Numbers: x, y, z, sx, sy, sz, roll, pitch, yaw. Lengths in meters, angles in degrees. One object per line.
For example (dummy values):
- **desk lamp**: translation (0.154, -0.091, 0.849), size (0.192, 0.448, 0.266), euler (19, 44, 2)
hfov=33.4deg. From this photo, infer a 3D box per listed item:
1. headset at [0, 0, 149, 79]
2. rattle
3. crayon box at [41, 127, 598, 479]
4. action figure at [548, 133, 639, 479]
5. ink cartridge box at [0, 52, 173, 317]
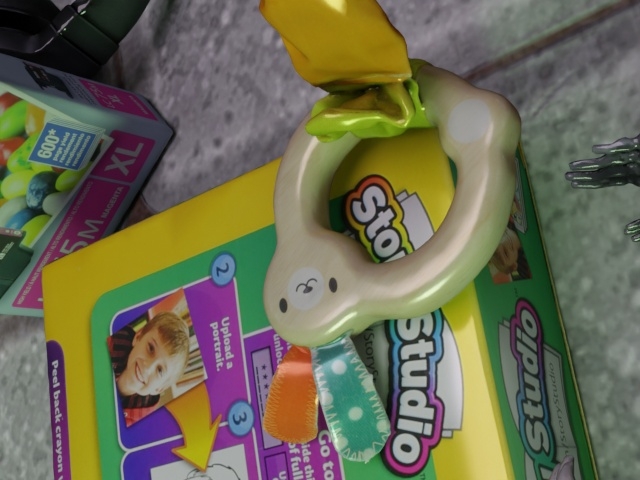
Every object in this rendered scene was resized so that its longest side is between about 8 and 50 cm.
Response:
- **headset**: translation (-0.269, -0.160, 0.874), size (0.394, 0.185, 0.243), euler (-42, 53, 8)
- **rattle**: translation (0.000, 0.000, 0.477), size (0.130, 0.143, 0.199), euler (31, 92, 18)
- **crayon box**: translation (-0.008, 0.144, 0.603), size (0.313, 0.106, 0.362), euler (-21, 69, 32)
- **action figure**: translation (0.177, 0.096, 0.438), size (0.141, 0.164, 0.275), euler (-21, 60, 23)
- **ink cartridge box**: translation (-0.264, -0.042, 0.707), size (0.065, 0.311, 0.185), euler (46, 111, 35)
